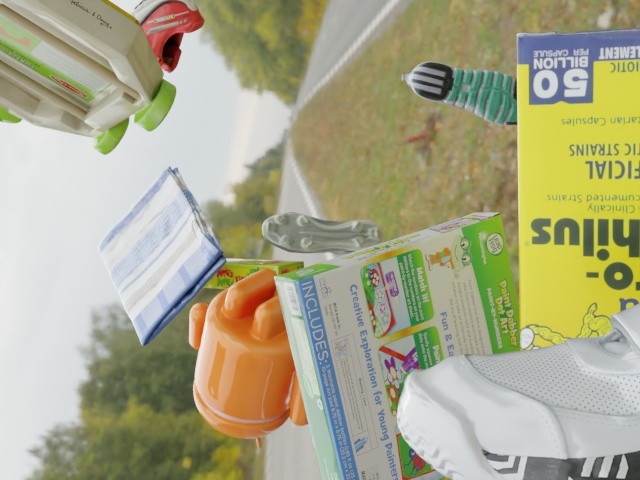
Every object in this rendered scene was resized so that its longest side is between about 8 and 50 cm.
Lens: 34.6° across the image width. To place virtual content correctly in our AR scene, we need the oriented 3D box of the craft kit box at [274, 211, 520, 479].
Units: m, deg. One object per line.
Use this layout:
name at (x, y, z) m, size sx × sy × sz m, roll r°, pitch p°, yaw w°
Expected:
craft kit box at (0.096, 0.121, 1.026) m, size 0.061 × 0.247 × 0.250 m, roll 5°, pitch 109°, yaw 63°

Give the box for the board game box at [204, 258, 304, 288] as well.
board game box at (-0.128, 0.057, 1.747) m, size 0.092 × 0.181 × 0.043 m, roll -8°, pitch -82°, yaw -63°

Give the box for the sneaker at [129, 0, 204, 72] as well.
sneaker at (-0.306, -0.330, 1.783) m, size 0.279 × 0.118 × 0.107 m, roll -33°, pitch 10°, yaw 39°

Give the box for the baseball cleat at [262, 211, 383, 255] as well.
baseball cleat at (0.000, 0.000, 1.748) m, size 0.109 × 0.206 × 0.072 m, roll 117°, pitch 158°, yaw -72°

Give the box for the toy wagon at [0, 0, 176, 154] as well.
toy wagon at (-0.317, -0.188, 1.090) m, size 0.344 × 0.267 × 0.068 m, roll -14°, pitch 50°, yaw 55°

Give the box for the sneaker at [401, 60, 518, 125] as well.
sneaker at (0.250, -0.255, 1.732) m, size 0.098 × 0.224 × 0.083 m, roll -136°, pitch 63°, yaw -74°

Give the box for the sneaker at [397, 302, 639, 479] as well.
sneaker at (0.228, 0.038, 0.550) m, size 0.137 × 0.366 × 0.210 m, roll -82°, pitch -4°, yaw -82°

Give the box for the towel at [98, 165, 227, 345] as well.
towel at (-0.270, 0.017, 1.705) m, size 0.209 × 0.034 × 0.285 m, roll -47°, pitch 41°, yaw 10°

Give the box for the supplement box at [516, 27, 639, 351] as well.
supplement box at (0.288, -0.007, 0.915) m, size 0.195 × 0.194 × 0.356 m, roll -21°, pitch -70°, yaw -67°

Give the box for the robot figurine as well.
robot figurine at (-0.081, 0.138, 1.193) m, size 0.128 × 0.158 × 0.219 m, roll -89°, pitch 11°, yaw -56°
